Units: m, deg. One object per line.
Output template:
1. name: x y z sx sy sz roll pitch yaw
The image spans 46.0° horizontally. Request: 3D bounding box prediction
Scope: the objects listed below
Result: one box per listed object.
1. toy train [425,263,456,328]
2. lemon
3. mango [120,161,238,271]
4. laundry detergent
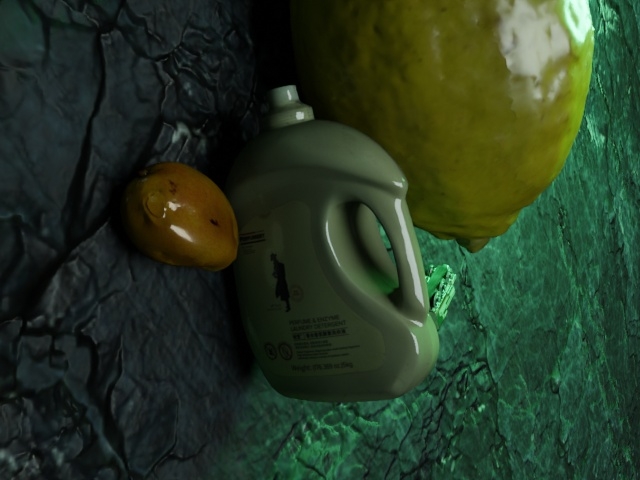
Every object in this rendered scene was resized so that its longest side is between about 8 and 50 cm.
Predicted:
1. toy train: 0.145 0.067 0.946 0.083 0.033 0.053 -52 136 -42
2. lemon: 0.112 -0.163 0.690 0.316 0.285 0.285 52 39 6
3. mango: -0.100 -0.013 0.568 0.114 0.060 0.080 39 43 -46
4. laundry detergent: 0.000 0.000 0.616 0.091 0.181 0.253 -21 102 -48
